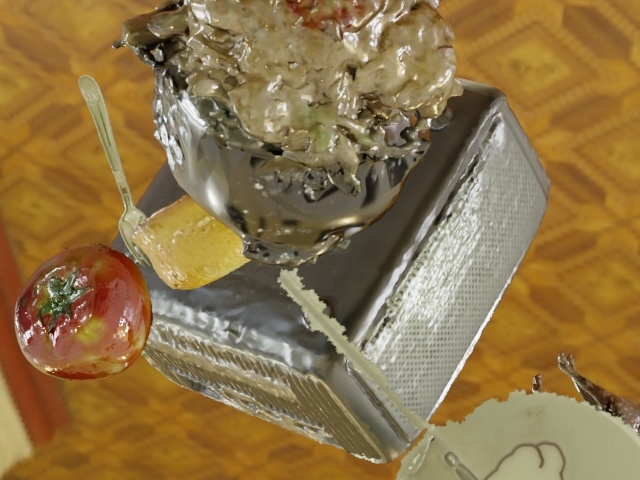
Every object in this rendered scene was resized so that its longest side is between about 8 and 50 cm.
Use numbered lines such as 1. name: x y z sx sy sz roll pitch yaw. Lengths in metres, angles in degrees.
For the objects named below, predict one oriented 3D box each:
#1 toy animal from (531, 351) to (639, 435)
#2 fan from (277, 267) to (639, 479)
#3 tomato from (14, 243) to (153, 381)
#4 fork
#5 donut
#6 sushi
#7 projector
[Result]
1. toy animal: 0.405 0.259 2.191 0.260 0.243 0.087 45 158 18
2. fan: 0.085 0.139 1.032 0.329 0.191 0.009 45 -179 6
3. tomato: -0.141 0.046 0.991 0.087 0.087 0.075 -9 153 28
4. fork: -0.218 -0.074 1.746 0.034 0.028 0.219 -14 100 20
5. donut: -0.082 -0.010 1.501 0.174 0.074 0.190 -27 175 -1
6. sushi: -0.013 -0.126 1.206 0.238 0.225 0.219 -17 158 -29
7. projector: 0.000 0.000 1.864 0.395 0.405 0.242 18 155 37
